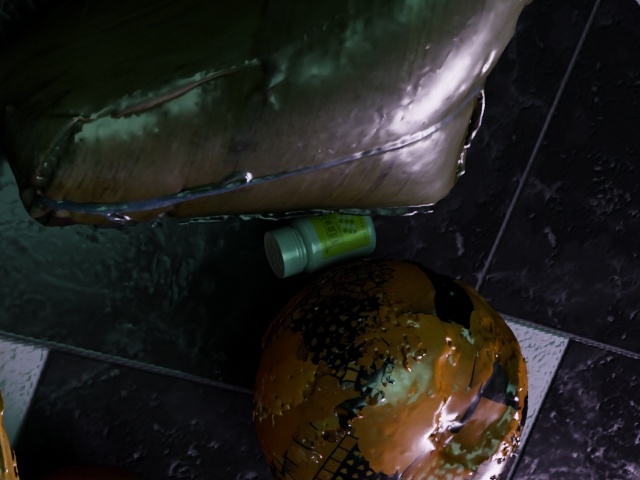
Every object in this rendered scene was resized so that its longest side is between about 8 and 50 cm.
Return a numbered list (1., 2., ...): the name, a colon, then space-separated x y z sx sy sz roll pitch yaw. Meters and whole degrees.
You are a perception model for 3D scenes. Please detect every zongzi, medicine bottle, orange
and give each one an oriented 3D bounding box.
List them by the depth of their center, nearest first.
1. zongzi: -0.026 -0.155 0.820 0.356 0.174 0.393 -8 152 -23
2. orange: 0.053 0.128 1.037 0.234 0.182 0.234 -16 118 -33
3. medicine bottle: 0.000 0.000 1.042 0.083 0.047 0.047 -17 114 -21

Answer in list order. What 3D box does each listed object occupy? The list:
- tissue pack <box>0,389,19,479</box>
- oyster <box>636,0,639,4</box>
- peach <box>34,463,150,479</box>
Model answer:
1. tissue pack: -0.349 0.162 0.841 0.275 0.194 0.145 -13 113 -23
2. oyster: 0.322 -0.290 1.078 0.198 0.112 0.267 -19 125 4
3. peach: -0.160 0.291 0.961 0.214 0.235 0.214 -13 123 -21
